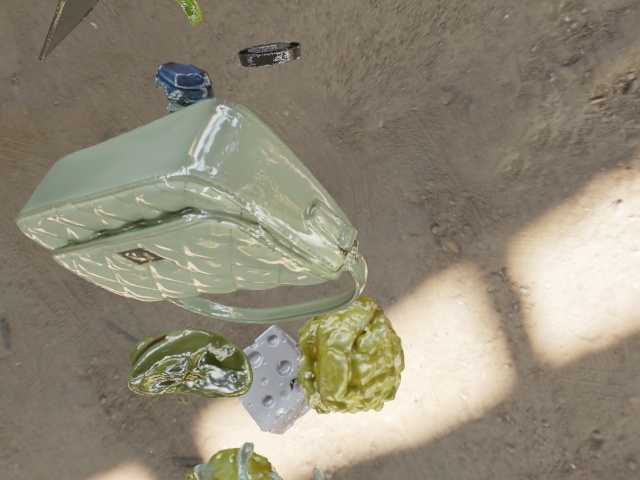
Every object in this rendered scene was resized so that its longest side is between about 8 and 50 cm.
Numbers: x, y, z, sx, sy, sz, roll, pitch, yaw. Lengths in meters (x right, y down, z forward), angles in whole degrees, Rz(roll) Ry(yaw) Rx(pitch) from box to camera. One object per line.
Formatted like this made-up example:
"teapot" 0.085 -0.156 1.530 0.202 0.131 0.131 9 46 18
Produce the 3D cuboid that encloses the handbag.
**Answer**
"handbag" -0.087 0.010 0.475 0.256 0.079 0.219 -9 140 40

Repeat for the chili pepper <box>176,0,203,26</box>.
"chili pepper" -0.358 -0.615 1.543 0.052 0.202 0.050 -18 69 20

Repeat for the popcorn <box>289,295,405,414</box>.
"popcorn" 0.045 0.223 1.187 0.225 0.249 0.249 -21 99 -1

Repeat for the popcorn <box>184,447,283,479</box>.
"popcorn" -0.182 0.588 1.375 0.255 0.256 0.195 7 129 -9

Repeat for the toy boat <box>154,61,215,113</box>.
"toy boat" -0.097 -0.105 0.432 0.038 0.083 0.038 -9 114 -21

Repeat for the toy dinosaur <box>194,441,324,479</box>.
"toy dinosaur" -0.132 0.410 0.899 0.393 0.092 0.205 -26 54 -7

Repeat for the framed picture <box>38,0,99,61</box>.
"framed picture" -0.612 -0.611 1.574 0.014 0.339 0.255 40 62 -20

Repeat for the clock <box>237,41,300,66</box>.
"clock" -0.146 -0.537 1.779 0.184 0.184 0.040 -7 116 2

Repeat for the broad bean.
"broad bean" -0.214 0.210 1.031 0.207 0.072 0.153 7 130 -20

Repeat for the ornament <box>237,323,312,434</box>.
"ornament" -0.139 0.455 1.995 0.240 0.240 0.239 -42 68 -5
